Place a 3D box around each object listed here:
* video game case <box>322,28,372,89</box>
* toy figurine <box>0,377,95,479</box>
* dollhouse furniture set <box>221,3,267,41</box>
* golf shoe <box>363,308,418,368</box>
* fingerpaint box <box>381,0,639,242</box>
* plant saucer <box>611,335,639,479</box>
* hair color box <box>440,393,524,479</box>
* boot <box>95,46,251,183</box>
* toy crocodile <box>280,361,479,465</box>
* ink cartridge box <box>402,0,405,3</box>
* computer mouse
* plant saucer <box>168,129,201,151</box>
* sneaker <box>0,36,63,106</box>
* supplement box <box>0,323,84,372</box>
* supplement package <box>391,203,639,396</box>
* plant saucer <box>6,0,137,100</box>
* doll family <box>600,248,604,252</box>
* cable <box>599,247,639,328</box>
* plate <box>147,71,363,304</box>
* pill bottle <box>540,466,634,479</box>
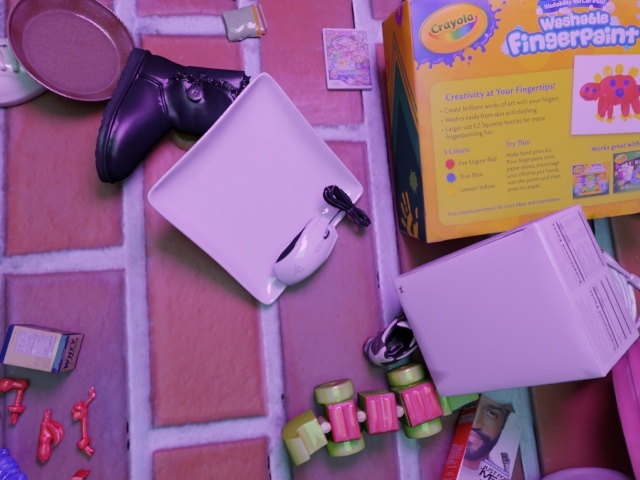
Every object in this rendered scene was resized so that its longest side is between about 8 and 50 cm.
[{"bbox_3d":[0.051,-0.346,0.965,0.087,0.011,0.122,-3,82,-10],"label":"video game case"},{"bbox_3d":[-0.510,0.279,0.665,0.362,0.217,0.191,11,79,-8],"label":"toy figurine"},{"bbox_3d":[-0.150,-0.449,0.924,0.076,0.058,0.152,-16,84,-11],"label":"dollhouse furniture set"},{"bbox_3d":[0.165,0.144,0.862,0.198,0.094,0.077,-44,89,-15],"label":"golf shoe"},{"bbox_3d":[0.349,-0.215,0.861,0.444,0.163,0.371,-9,100,-7],"label":"fingerpaint box"},{"bbox_3d":[0.552,0.322,0.822,0.084,0.332,0.332,-16,81,31],"label":"plant saucer"},{"bbox_3d":[0.270,0.355,0.841,0.093,0.053,0.167,31,58,-3],"label":"hair color box"},{"bbox_3d":[-0.234,-0.192,0.832,0.207,0.094,0.247,13,73,-3],"label":"boot"},{"bbox_3d":[0.102,0.276,0.823,0.340,0.105,0.115,-10,83,-11],"label":"toy crocodile"},{"bbox_3d":[0.314,-0.396,0.988,0.329,0.071,0.324,12,80,-11],"label":"ink cartridge box"},{"bbox_3d":[0.000,0.000,0.854,0.193,0.042,0.106,-51,119,-14],"label":"computer mouse"},{"bbox_3d":[-0.227,-0.199,0.893,0.083,0.015,0.084,2,80,-9],"label":"plant saucer"},{"bbox_3d":[-0.559,-0.274,0.797,0.290,0.123,0.106,-19,83,-15],"label":"sneaker"},{"bbox_3d":[-0.420,0.162,0.766,0.083,0.083,0.056,12,79,-6],"label":"supplement box"},{"bbox_3d":[0.274,0.097,0.748,0.145,0.261,0.204,-17,82,-41],"label":"supplement package"},{"bbox_3d":[-0.409,-0.319,0.842,0.198,0.036,0.199,11,71,-36],"label":"plant saucer"},{"bbox_3d":[0.394,0.083,0.834,0.193,0.076,0.111,-38,83,-17],"label":"doll family"},{"bbox_3d":[0.436,0.116,0.915,0.257,0.089,0.257,44,78,1],"label":"cable"},{"bbox_3d":[-0.096,-0.079,0.837,0.278,0.045,0.277,-51,119,-13],"label":"plate"},{"bbox_3d":[0.459,0.531,0.812,0.162,0.162,0.279,-10,82,-11],"label":"pill bottle"}]
